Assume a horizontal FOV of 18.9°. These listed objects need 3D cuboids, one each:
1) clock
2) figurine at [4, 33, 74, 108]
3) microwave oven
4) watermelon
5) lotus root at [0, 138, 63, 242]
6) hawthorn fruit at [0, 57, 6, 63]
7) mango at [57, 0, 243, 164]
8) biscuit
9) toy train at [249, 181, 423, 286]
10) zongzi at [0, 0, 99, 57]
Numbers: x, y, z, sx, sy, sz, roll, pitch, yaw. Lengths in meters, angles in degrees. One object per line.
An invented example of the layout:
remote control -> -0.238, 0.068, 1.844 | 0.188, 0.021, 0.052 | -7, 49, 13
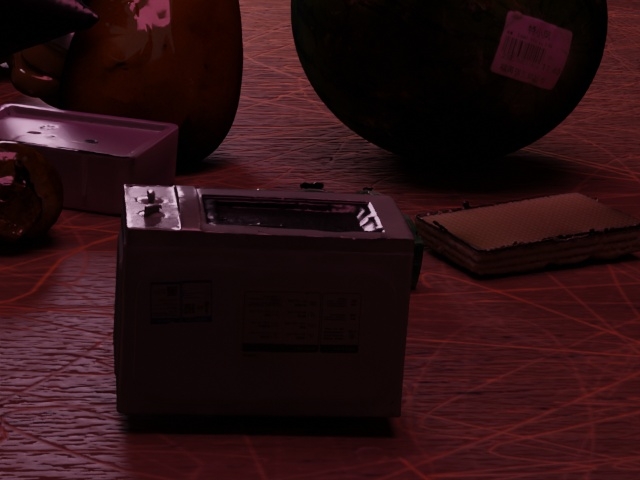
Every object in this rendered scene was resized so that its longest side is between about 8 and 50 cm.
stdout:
clock -> -0.258, -0.084, 1.935 | 0.197, 0.063, 0.150 | 8, 18, 13
figurine -> -0.248, -0.209, 2.251 | 0.274, 0.133, 0.194 | 5, 23, -48
microwave oven -> -0.046, 0.044, 1.411 | 0.208, 0.162, 0.122 | 2, 18, -7
watermelon -> 0.140, -0.249, 2.115 | 0.363, 0.363, 0.363 | 4, 18, -1
lotus root -> -0.307, -0.055, 1.796 | 0.108, 0.094, 0.191 | 34, -3, -28
hawthorn fruit -> -0.461, -0.292, 2.373 | 0.208, 0.208, 0.248 | 21, 48, 42
mango -> -0.173, -0.206, 2.090 | 0.153, 0.287, 0.201 | -18, -35, 36
biscuit -> 0.200, -0.007, 1.835 | 0.199, 0.040, 0.121 | -8, 23, -29
toy train -> 0.000, 0.000, 1.726 | 0.178, 0.071, 0.104 | 0, 29, -16
zongzi -> -0.428, -0.284, 2.035 | 0.362, 0.383, 0.319 | -4, 53, 39
